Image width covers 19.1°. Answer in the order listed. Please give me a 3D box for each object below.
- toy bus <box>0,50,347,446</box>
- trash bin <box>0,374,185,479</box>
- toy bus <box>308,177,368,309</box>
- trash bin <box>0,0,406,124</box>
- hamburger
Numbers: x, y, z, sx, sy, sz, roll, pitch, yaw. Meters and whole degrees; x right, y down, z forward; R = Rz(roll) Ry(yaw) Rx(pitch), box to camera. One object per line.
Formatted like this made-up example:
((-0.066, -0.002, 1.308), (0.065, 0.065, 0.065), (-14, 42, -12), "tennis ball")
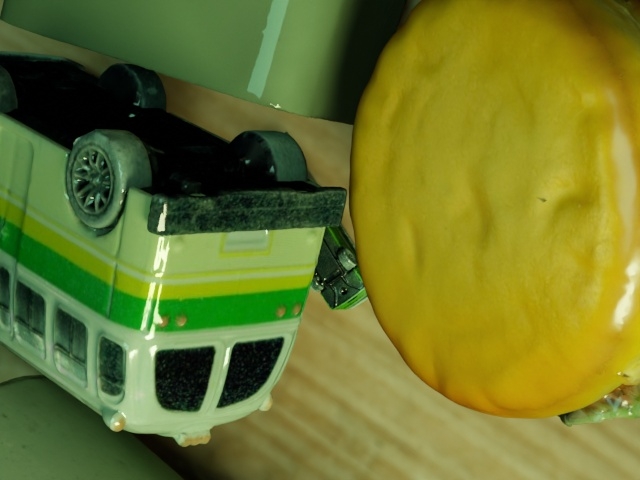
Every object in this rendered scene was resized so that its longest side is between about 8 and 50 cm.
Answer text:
((-0.130, -0.007, 1.065), (0.276, 0.134, 0.164), (27, 112, 45), "toy bus")
((-0.071, 0.298, 0.994), (0.432, 0.280, 0.280), (41, 102, 21), "trash bin")
((0.000, 0.000, 1.102), (0.031, 0.037, 0.083), (-36, 75, 17), "toy bus")
((-0.034, -0.257, 1.063), (0.223, 0.158, 0.343), (20, 96, 21), "trash bin")
((0.139, -0.025, 0.964), (0.246, 0.170, 0.246), (9, 102, 52), "hamburger")
